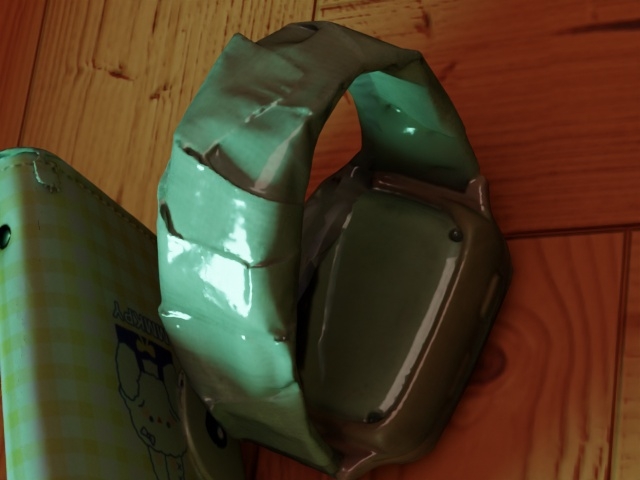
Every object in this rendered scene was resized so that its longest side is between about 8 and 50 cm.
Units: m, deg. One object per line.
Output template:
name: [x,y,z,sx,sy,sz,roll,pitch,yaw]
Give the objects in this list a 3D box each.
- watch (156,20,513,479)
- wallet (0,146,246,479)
watch: [0.000,0.000,1.125,0.161,0.241,0.253,17,77,32]
wallet: [-0.122,0.117,1.150,0.077,0.223,0.310,-24,57,25]
